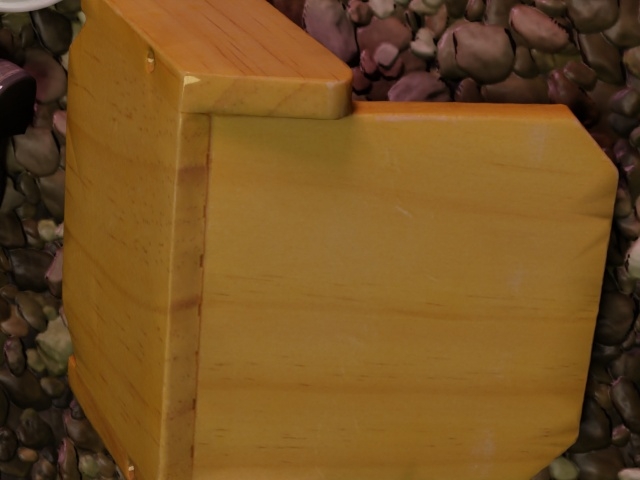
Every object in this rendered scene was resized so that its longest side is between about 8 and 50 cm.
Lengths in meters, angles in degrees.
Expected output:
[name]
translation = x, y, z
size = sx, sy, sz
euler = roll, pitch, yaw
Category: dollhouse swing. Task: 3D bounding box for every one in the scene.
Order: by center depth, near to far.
[dollhouse swing]
translation = 0.000, 0.000, 1.368
size = 0.315, 0.305, 0.347
euler = -135, 43, -55

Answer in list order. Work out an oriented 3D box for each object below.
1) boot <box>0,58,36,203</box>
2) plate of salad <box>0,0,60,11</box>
[boot]
translation = -0.355, -0.112, 1.496
size = 0.229, 0.091, 0.263
euler = 38, 118, 14
[plate of salad]
translation = -0.241, -0.270, 1.385
size = 0.200, 0.048, 0.200
euler = 6, 115, 13
